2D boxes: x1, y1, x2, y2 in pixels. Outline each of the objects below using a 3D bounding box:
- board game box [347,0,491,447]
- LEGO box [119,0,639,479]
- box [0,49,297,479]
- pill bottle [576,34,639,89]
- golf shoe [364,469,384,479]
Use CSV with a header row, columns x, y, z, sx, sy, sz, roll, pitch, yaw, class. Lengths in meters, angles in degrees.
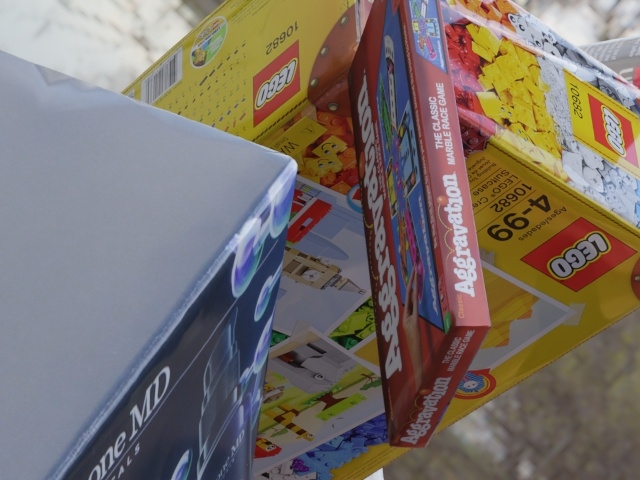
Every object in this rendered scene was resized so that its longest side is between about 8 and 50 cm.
x,y,z,sx,sy,sz,roll,pitch,yaw,class
0.055,-0.032,1.173,0.145,0.027,0.281,108,-20,-54,board game box
0.000,0.000,1.620,0.372,0.500,0.193,29,42,-31,LEGO box
-0.181,0.151,0.952,0.212,0.395,0.293,20,41,13,box
0.316,-0.108,1.822,0.319,0.176,0.176,-8,-32,33,pill bottle
0.040,0.241,2.185,0.176,0.069,0.086,-93,-178,-50,golf shoe
